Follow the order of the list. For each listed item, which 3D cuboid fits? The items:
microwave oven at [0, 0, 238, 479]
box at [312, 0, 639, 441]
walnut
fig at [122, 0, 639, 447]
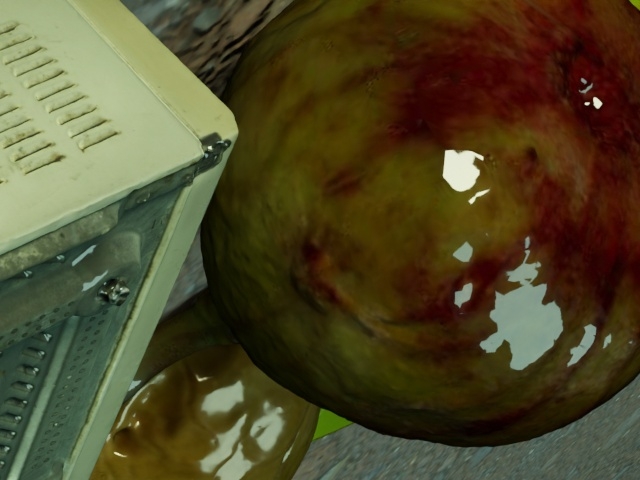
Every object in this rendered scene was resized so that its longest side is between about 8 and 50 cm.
[{"bbox_3d":[-0.158,0.034,0.601,0.194,0.145,0.240,-31,159,-40],"label":"microwave oven"},{"bbox_3d":[0.102,-0.017,1.169,0.187,0.047,0.335,-18,150,-53],"label":"box"},{"bbox_3d":[-0.064,0.117,1.056,0.211,0.087,0.167,-47,165,11],"label":"walnut"},{"bbox_3d":[0.000,0.000,0.862,0.321,0.217,0.217,-22,178,38],"label":"fig"}]
